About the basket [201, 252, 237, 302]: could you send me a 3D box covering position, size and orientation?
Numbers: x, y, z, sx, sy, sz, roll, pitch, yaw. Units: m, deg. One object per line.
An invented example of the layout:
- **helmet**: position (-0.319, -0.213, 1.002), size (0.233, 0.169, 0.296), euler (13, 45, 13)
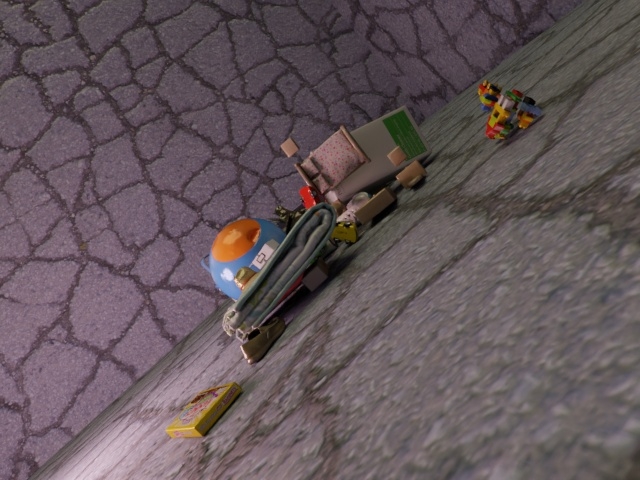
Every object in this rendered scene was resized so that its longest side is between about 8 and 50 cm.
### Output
- **basket**: position (-0.428, 0.141, 2.398), size (0.201, 0.289, 0.255), euler (-43, 6, 38)

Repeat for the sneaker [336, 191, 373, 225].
- **sneaker**: position (0.100, -0.072, 1.585), size (0.229, 0.087, 0.092), euler (-43, 14, 44)

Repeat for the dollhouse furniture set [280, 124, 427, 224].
- **dollhouse furniture set**: position (0.084, -0.237, 1.413), size (0.303, 0.355, 0.174), euler (-39, 0, 16)

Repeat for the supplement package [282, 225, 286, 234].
- **supplement package**: position (-0.101, 0.015, 1.869), size (0.203, 0.149, 0.194), euler (-36, 8, 46)

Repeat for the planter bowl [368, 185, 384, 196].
- **planter bowl**: position (0.168, -0.203, 1.769), size (0.162, 0.162, 0.109), euler (-43, 17, -14)

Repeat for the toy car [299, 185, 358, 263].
- **toy car**: position (0.008, -0.024, 1.446), size (0.053, 0.239, 0.225), euler (-23, -33, -42)

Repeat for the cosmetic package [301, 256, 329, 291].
- **cosmetic package**: position (-0.012, 0.086, 1.246), size (0.060, 0.041, 0.115), euler (-43, 5, 10)

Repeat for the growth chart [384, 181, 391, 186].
- **growth chart**: position (0.326, -0.290, 2.020), size (0.172, 0.021, 0.237), euler (-36, 7, 42)

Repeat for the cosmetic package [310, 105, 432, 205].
- **cosmetic package**: position (0.163, -0.276, 1.637), size (0.366, 0.197, 0.155), euler (-29, -6, -9)

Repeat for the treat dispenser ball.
- **treat dispenser ball**: position (-0.230, 0.067, 1.629), size (0.288, 0.288, 0.288), euler (-41, 5, 5)

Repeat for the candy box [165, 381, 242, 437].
- **candy box**: position (-0.225, 0.324, 0.912), size (0.105, 0.027, 0.206), euler (-49, 9, -36)

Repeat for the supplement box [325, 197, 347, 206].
- **supplement box**: position (0.119, -0.202, 2.187), size (0.191, 0.129, 0.194), euler (-39, 5, 22)

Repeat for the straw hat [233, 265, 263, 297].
- **straw hat**: position (-0.207, 0.106, 1.335), size (0.144, 0.061, 0.144), euler (-51, -3, -4)

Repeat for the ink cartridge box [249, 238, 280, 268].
- **ink cartridge box**: position (-0.141, 0.039, 1.210), size (0.083, 0.028, 0.048), euler (-52, -3, 23)

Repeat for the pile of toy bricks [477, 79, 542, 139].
- **pile of toy bricks**: position (0.394, -0.266, 1.043), size (0.212, 0.118, 0.105), euler (-84, 13, -59)

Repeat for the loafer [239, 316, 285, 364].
- **loafer**: position (-0.123, 0.204, 1.032), size (0.056, 0.050, 0.148), euler (-38, 6, 29)

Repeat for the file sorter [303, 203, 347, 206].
- **file sorter**: position (0.094, -0.196, 1.924), size (0.290, 0.182, 0.202), euler (-47, 7, -13)

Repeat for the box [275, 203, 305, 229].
- **box**: position (-0.180, 0.027, 2.187), size (0.343, 0.179, 0.312), euler (-44, 7, -28)

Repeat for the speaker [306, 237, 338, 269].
- **speaker**: position (-0.012, 0.041, 1.541), size (0.136, 0.055, 0.055), euler (-40, 5, 17)

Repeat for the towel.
- **towel**: position (-0.110, 0.092, 1.240), size (0.374, 0.090, 0.320), euler (-50, 0, -20)

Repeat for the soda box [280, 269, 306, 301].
- **soda box**: position (-0.157, 0.160, 1.459), size (0.263, 0.083, 0.092), euler (-43, 5, -11)

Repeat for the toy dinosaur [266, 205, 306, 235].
- **toy dinosaur**: position (-0.044, -0.055, 1.639), size (0.160, 0.121, 0.313), euler (-47, 35, -5)
